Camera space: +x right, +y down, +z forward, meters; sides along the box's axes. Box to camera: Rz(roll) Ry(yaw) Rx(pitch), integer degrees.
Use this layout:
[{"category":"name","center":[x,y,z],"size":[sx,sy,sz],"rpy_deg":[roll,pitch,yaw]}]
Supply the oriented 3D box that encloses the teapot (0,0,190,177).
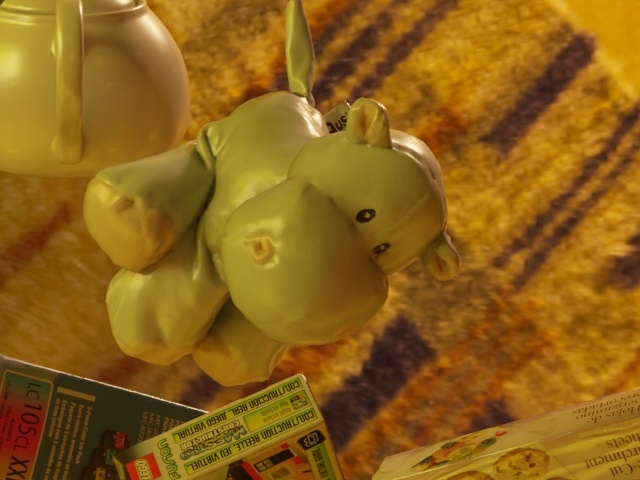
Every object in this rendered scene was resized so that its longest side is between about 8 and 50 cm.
[{"category":"teapot","center":[-0.242,-0.177,1.358],"size":[0.252,0.256,0.187],"rpy_deg":[-27,126,-50]}]

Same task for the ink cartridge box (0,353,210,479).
[{"category":"ink cartridge box","center":[-0.257,0.238,1.597],"size":[0.395,0.270,0.151],"rpy_deg":[23,75,-34]}]

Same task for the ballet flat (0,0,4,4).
[{"category":"ballet flat","center":[-0.245,-0.262,0.877],"size":[0.083,0.087,0.247],"rpy_deg":[-13,78,-32]}]

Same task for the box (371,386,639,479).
[{"category":"box","center":[0.203,0.208,1.353],"size":[0.067,0.324,0.063],"rpy_deg":[66,25,-12]}]

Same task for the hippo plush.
[{"category":"hippo plush","center":[0.000,0.000,1.059],"size":[0.294,0.237,0.234],"rpy_deg":[-43,124,-24]}]

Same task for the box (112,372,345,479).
[{"category":"box","center":[-0.038,0.166,0.839],"size":[0.114,0.036,0.207],"rpy_deg":[-24,142,-6]}]
